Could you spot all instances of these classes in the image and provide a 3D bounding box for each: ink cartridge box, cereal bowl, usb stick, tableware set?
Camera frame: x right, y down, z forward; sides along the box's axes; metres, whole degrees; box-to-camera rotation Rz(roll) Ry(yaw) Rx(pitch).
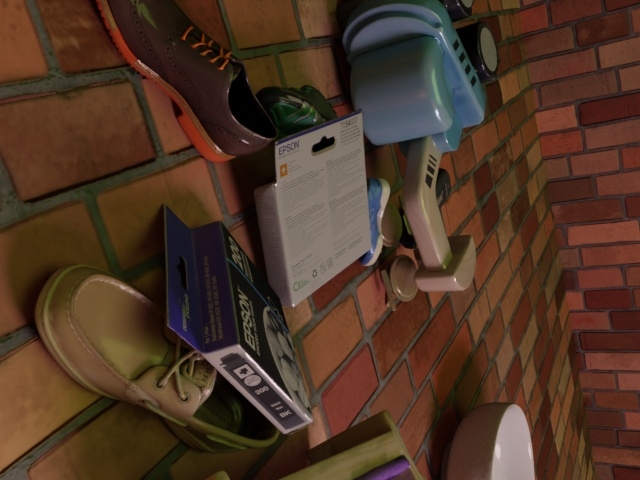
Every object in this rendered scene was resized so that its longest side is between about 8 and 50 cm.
[{"bbox_3d":[-0.091,0.074,0.651,0.208,0.045,0.206,54,9,-37],"label":"ink cartridge box"},{"bbox_3d":[0.353,0.517,1.293,0.339,0.141,0.339,16,71,-56],"label":"cereal bowl"},{"bbox_3d":[0.223,-0.074,1.276,0.278,0.045,0.077,-48,124,-51],"label":"usb stick"},{"bbox_3d":[0.131,0.021,1.121,0.128,0.039,0.194,-26,101,-44],"label":"tableware set"},{"bbox_3d":[-0.004,-0.054,0.837,0.223,0.045,0.224,-32,124,-50],"label":"ink cartridge box"}]

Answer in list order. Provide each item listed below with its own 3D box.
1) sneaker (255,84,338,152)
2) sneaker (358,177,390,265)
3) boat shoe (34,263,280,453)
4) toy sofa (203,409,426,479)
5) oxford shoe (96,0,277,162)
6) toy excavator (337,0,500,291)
[{"bbox_3d":[-0.038,-0.190,0.869,0.223,0.083,0.098,19,50,-62],"label":"sneaker"},{"bbox_3d":[0.062,-0.030,1.006,0.084,0.058,0.152,-1,110,-31],"label":"sneaker"},{"bbox_3d":[-0.144,0.126,0.600,0.302,0.098,0.109,55,42,-38],"label":"boat shoe"},{"bbox_3d":[-0.015,0.325,0.671,0.362,0.150,0.177,8,50,-57],"label":"toy sofa"},{"bbox_3d":[-0.139,-0.207,0.664,0.271,0.098,0.097,54,43,-39],"label":"oxford shoe"},{"bbox_3d":[0.173,-0.187,1.057,0.433,0.222,0.445,47,50,-42],"label":"toy excavator"}]
